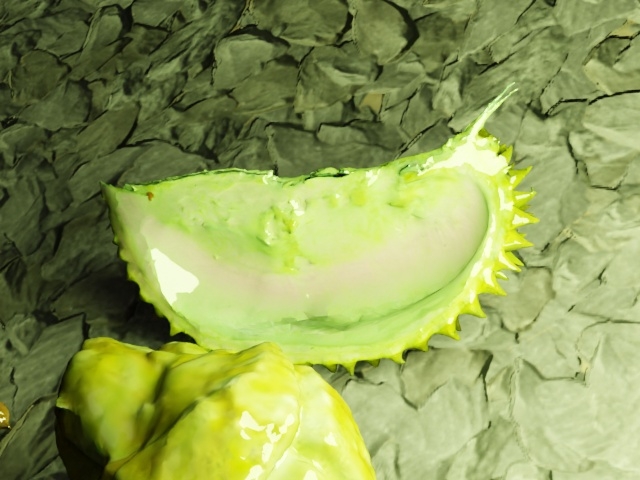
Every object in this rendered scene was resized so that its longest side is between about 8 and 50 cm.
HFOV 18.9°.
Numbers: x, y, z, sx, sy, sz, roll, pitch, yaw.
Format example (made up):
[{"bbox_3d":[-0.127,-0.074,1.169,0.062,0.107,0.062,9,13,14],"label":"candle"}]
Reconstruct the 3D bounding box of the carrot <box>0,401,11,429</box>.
[{"bbox_3d":[-0.365,0.124,1.669,0.248,0.059,0.059,11,57,28],"label":"carrot"}]

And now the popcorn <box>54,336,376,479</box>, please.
[{"bbox_3d":[-0.091,0.194,1.372,0.276,0.225,0.276,-21,43,21],"label":"popcorn"}]

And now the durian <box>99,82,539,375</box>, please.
[{"bbox_3d":[0.007,0.005,1.524,0.355,0.169,0.157,-11,46,17],"label":"durian"}]
